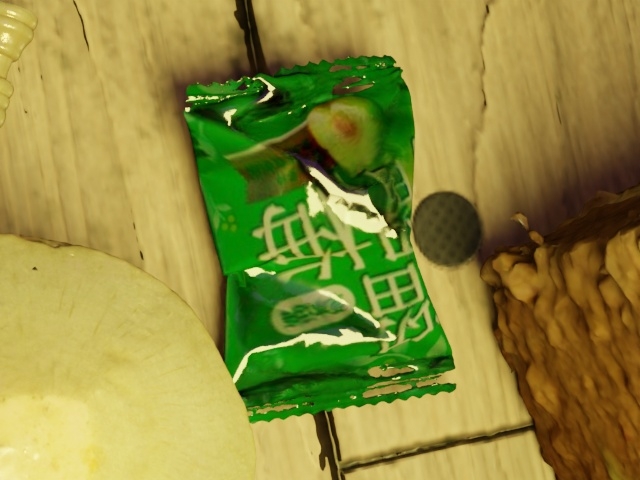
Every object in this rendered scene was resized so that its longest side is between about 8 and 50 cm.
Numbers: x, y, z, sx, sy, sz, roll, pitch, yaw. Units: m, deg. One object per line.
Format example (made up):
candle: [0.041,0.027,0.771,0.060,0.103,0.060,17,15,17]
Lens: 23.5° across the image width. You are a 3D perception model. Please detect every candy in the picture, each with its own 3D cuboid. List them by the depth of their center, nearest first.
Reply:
candy: [0.001,0.000,0.877,0.141,0.078,0.203,-8,96,-9]

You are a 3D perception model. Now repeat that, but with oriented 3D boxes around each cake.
cake: [0.279,0.066,0.865,0.290,0.256,0.282,-23,90,-17]

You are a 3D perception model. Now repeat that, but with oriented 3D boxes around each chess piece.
chess piece: [-0.185,-0.084,0.849,0.035,0.035,0.092,16,80,-16]

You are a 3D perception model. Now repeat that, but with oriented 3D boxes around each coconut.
coconut: [-0.150,0.095,0.728,0.237,0.237,0.197,-7,82,-20]
